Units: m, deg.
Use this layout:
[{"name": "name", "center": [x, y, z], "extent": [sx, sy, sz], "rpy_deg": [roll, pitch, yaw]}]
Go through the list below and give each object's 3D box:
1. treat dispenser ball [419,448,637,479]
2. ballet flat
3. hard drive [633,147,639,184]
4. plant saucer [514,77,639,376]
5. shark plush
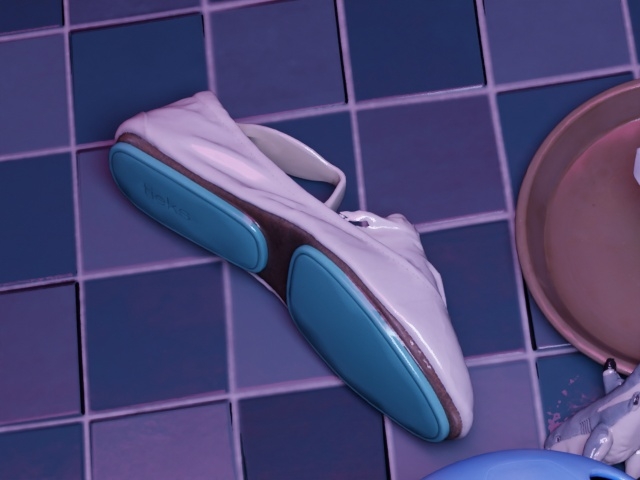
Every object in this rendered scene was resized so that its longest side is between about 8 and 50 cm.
[{"name": "treat dispenser ball", "center": [0.146, 0.290, 1.343], "extent": [0.288, 0.288, 0.288], "rpy_deg": [-3, 67, 7]}, {"name": "ballet flat", "center": [0.000, 0.000, 1.586], "extent": [0.400, 0.139, 0.139], "rpy_deg": [38, 77, 22]}, {"name": "hard drive", "center": [0.429, -0.047, 1.498], "extent": [0.307, 0.040, 0.203], "rpy_deg": [-19, 46, -19]}, {"name": "plant saucer", "center": [0.299, -0.007, 1.582], "extent": [0.278, 0.041, 0.278], "rpy_deg": [-3, 67, 8]}, {"name": "shark plush", "center": [0.234, 0.117, 1.500], "extent": [0.067, 0.073, 0.161], "rpy_deg": [47, 122, 44]}]
